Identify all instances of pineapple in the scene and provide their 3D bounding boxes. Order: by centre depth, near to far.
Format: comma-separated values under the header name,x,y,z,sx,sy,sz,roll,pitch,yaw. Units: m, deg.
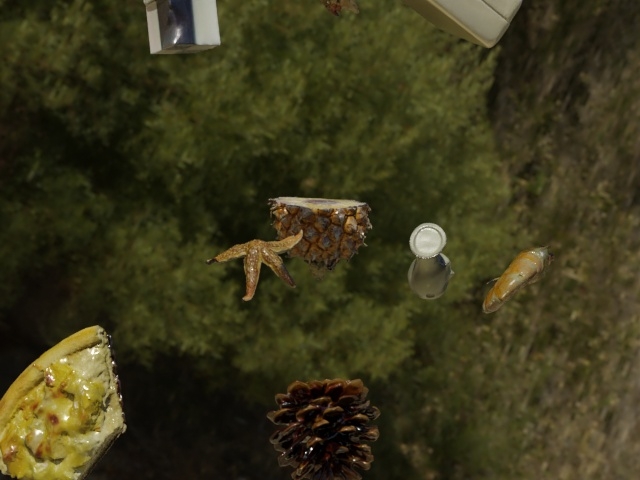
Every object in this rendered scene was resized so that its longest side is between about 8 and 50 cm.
name,x,y,z,sx,sy,sz,roll,pitch,yaw
pineapple,0.000,0.001,2.032,0.176,0.136,0.161,-1,9,-33

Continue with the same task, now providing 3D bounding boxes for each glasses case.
name,x,y,z,sx,sy,sz,roll,pitch,yaw
glasses case,0.068,-0.317,1.250,0.313,0.070,0.131,31,5,-32

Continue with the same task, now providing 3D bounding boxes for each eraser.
name,x,y,z,sx,sy,sz,roll,pitch,yaw
eraser,-0.245,-0.516,1.983,0.098,0.403,0.096,-6,0,-34

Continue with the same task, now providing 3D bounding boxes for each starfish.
name,x,y,z,sx,sy,sz,roll,pitch,yaw
starfish,-0.092,0.023,1.588,0.130,0.133,0.041,4,-50,8

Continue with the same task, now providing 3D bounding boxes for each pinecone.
name,x,y,z,sx,sy,sz,roll,pitch,yaw
pinecone,0.012,0.426,2.630,0.264,0.264,0.264,24,-12,5

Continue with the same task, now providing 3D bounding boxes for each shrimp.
name,x,y,z,sx,sy,sz,roll,pitch,yaw
shrimp,0.292,0.053,1.773,0.051,0.115,0.217,52,29,4

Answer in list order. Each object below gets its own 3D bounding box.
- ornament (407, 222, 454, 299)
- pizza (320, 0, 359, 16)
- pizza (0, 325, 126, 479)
name,x,y,z,sx,sy,sz,roll,pitch,yaw
ornament,0.185,0.043,2.010,0.081,0.074,0.156,5,-34,11
pizza,-0.017,-0.367,1.593,0.199,0.062,0.188,50,0,-28
pizza,-0.219,0.148,0.997,0.099,0.160,0.036,44,11,15
